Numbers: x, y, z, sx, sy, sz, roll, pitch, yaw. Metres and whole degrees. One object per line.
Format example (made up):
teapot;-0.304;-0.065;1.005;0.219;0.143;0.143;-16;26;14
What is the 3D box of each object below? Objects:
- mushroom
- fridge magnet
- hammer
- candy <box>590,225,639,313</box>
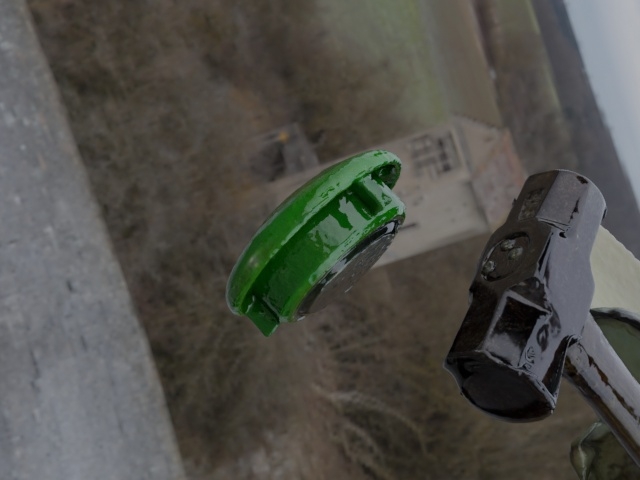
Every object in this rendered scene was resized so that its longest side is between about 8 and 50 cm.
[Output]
mushroom;0.411;0.238;1.548;0.130;0.247;0.344;-8;61;-39
fridge magnet;0.000;0.000;1.151;0.088;0.208;0.208;47;11;11
hammer;0.276;0.145;1.228;0.409;0.095;0.242;49;47;-32
candy;0.391;0.109;1.744;0.320;0.135;0.179;40;44;-11
